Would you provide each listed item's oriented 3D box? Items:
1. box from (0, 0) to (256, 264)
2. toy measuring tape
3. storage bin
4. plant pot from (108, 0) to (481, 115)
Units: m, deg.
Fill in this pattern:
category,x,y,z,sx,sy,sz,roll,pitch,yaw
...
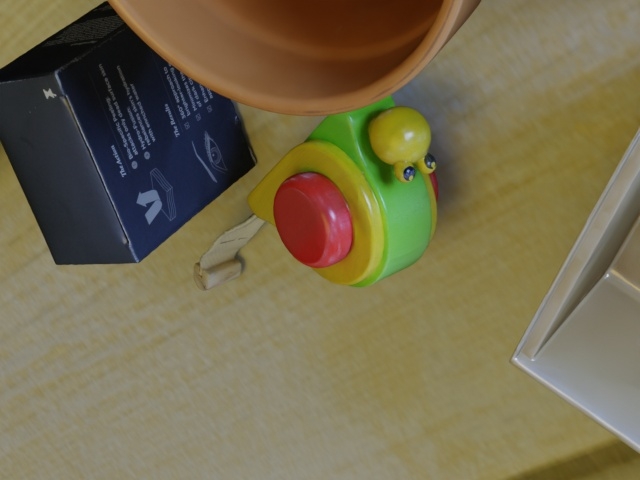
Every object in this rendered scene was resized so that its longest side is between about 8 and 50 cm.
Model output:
category,x,y,z,sx,sy,sz,roll,pitch,yaw
box,-0.150,-0.086,1.306,0.093,0.158,0.156,-2,118,39
toy measuring tape,0.000,0.000,1.290,0.121,0.121,0.330,47,144,0
storage bin,0.293,0.042,1.070,0.262,0.123,0.260,36,139,13
plant pot,0.008,-0.248,1.032,0.291,0.203,0.290,21,132,25
